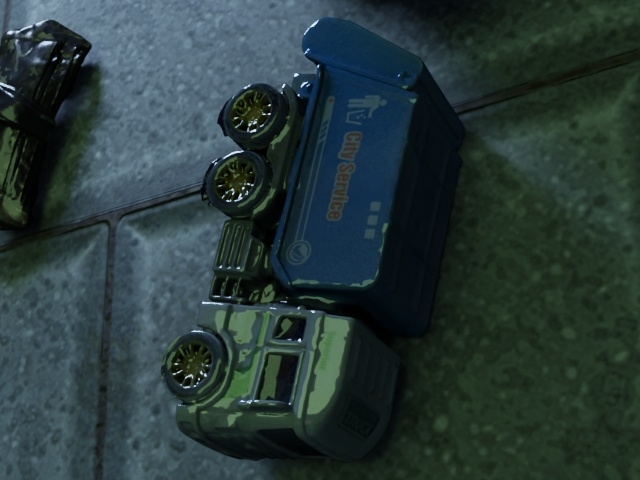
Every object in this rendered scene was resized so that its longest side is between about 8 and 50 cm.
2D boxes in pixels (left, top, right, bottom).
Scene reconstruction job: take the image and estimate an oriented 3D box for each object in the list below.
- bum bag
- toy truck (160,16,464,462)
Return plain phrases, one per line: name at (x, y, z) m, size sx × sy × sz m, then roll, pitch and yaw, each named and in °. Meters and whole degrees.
bum bag at (-0.333, -0.130, 1.251) m, size 0.102 × 0.069 × 0.248 m, roll 15°, pitch 73°, yaw -1°
toy truck at (0.000, 0.000, 0.938) m, size 0.175 × 0.146 × 0.367 m, roll 4°, pitch 70°, yaw 29°
